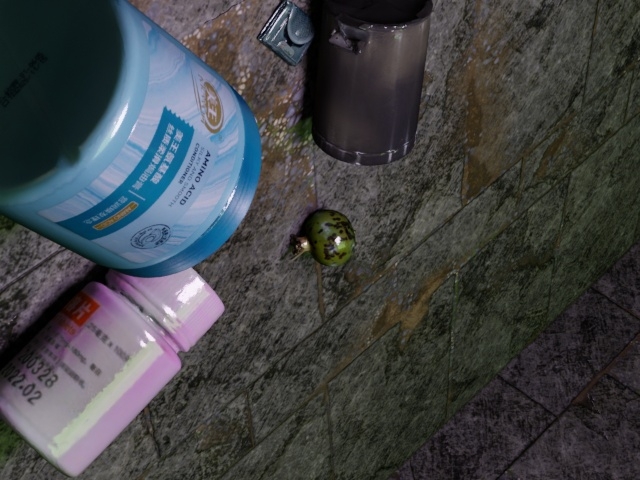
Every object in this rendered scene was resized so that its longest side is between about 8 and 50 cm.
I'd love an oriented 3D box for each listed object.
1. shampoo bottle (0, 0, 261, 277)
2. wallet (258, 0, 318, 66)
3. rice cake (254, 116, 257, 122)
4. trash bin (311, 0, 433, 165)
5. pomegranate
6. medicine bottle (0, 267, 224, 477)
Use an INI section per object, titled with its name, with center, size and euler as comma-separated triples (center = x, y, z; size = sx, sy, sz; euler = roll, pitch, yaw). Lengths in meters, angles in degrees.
[shampoo bottle]
center = -0.302, -0.150, 1.625
size = 0.331, 0.331, 0.342
euler = -54, 149, 0
[wallet]
center = -0.050, -0.361, 2.077
size = 0.088, 0.026, 0.129
euler = -56, 151, 3
[rice cake]
center = -0.197, -0.135, 2.088
size = 0.226, 0.040, 0.085
euler = -57, 150, 6
[trash bin]
center = 0.091, -0.316, 2.159
size = 0.252, 0.203, 0.302
euler = -52, 156, -43
[pomegranate]
center = 0.000, 0.000, 2.459
size = 0.161, 0.122, 0.122
euler = -18, 142, -7
[medicine bottle]
center = -0.361, 0.191, 2.007
size = 0.388, 0.219, 0.219
euler = -47, 150, -12
